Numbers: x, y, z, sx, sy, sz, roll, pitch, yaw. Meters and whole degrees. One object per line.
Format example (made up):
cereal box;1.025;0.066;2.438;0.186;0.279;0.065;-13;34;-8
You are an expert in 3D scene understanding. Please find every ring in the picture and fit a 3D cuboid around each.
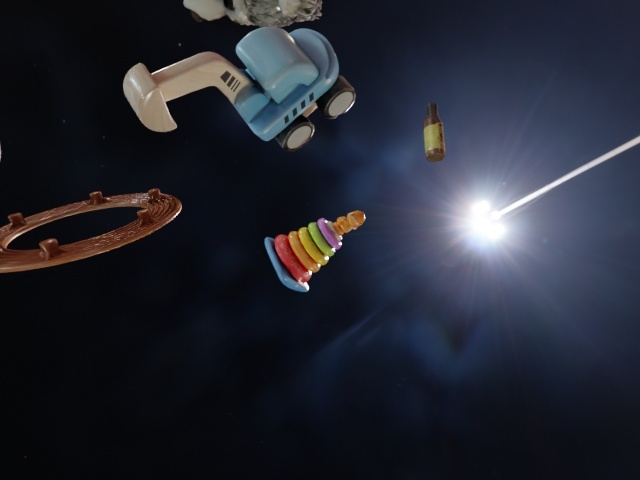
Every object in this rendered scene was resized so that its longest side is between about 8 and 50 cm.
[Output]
ring;-0.412;-0.035;0.707;0.337;0.337;0.032;-30;-58;-41

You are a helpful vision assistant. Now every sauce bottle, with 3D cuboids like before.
sauce bottle;0.234;-0.226;0.859;0.042;0.042;0.128;12;-111;-30

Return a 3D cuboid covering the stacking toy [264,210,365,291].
stacking toy;0.000;0.000;1.224;0.175;0.302;0.165;40;-161;-55

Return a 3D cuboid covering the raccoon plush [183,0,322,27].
raccoon plush;-0.043;-0.426;0.376;0.299;0.446;0.216;37;-138;-10

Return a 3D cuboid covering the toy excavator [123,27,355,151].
toy excavator;-0.175;-0.382;0.999;0.222;0.433;0.445;54;-171;18
